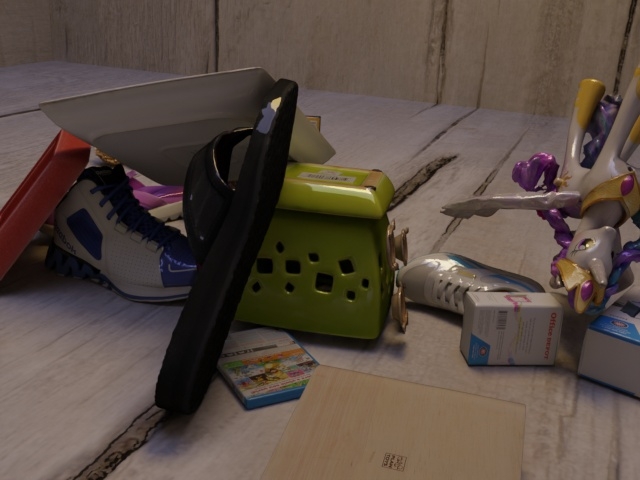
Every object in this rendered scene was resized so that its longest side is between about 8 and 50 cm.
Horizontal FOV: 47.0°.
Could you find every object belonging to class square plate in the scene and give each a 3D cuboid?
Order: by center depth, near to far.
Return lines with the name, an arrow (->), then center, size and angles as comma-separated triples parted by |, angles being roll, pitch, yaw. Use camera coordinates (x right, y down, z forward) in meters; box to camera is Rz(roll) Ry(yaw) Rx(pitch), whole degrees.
square plate -> -0.185, -0.152, 1.135 | 0.344, 0.049, 0.347 | -5, -14, 17

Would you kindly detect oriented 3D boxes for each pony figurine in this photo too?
pony figurine -> 0.376, -0.065, 1.064 | 0.302, 0.363, 0.351 | 26, -6, -6

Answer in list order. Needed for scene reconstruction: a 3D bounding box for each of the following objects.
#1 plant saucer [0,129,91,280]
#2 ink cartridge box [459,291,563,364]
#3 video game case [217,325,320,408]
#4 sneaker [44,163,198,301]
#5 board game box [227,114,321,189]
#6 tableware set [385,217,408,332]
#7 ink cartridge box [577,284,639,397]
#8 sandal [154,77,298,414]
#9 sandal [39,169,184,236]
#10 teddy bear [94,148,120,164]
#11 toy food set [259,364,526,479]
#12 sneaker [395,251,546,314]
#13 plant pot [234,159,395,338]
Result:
plant saucer -> -0.466, -0.070, 1.196 | 0.047, 0.258, 0.259 | 36, 8, -24
ink cartridge box -> 0.258, 0.119, 1.000 | 0.122, 0.089, 0.052 | 2, 17, -5
video game case -> -0.072, 0.158, 0.952 | 0.119, 0.015, 0.166 | -7, 22, -27
sneaker -> -0.314, -0.022, 1.162 | 0.315, 0.182, 0.127 | 11, 24, 22
board game box -> -0.087, -0.107, 1.336 | 0.165, 0.243, 0.042 | 4, 14, 0
tableware set -> 0.114, 0.051, 1.045 | 0.020, 0.169, 0.141 | -4, 3, 13
ink cartridge box -> 0.452, 0.139, 0.990 | 0.139, 0.082, 0.190 | 18, 26, 35
sandal -> -0.125, -0.021, 0.883 | 0.107, 0.446, 0.167 | 17, -23, 4
sandal -> -0.373, -0.094, 1.462 | 0.169, 0.102, 0.416 | 20, 25, 39
teddy bear -> -0.464, -0.266, 1.951 | 0.245, 0.113, 0.338 | -7, 29, -7
toy food set -> 0.066, 0.238, 0.678 | 0.219, 0.092, 0.306 | 9, 29, 13
sneaker -> 0.224, 0.076, 1.112 | 0.228, 0.087, 0.092 | 9, 14, 15
plant pot -> 0.000, 0.000, 1.096 | 0.228, 0.207, 0.227 | 8, 16, 9
